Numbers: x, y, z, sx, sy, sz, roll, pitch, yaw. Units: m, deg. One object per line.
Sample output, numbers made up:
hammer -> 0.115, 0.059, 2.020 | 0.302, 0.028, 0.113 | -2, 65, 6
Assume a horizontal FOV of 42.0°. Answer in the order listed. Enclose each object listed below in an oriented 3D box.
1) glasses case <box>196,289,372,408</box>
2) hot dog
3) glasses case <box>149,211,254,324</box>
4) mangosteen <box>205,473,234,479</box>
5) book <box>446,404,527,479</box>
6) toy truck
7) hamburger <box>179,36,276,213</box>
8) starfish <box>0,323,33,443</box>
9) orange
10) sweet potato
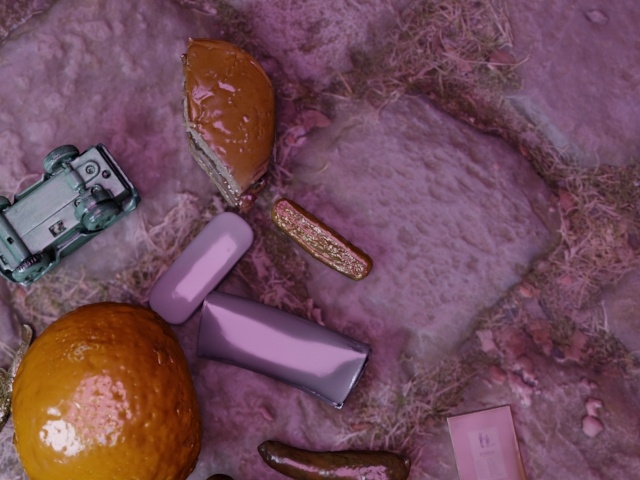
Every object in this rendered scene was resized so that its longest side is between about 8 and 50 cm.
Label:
glasses case -> -0.070, 0.192, 1.490 | 0.308, 0.083, 0.128 | 20, 90, 3
hot dog -> 0.000, 0.000, 1.527 | 0.216, 0.047, 0.066 | 34, 100, 4
glasses case -> -0.216, 0.050, 1.518 | 0.092, 0.059, 0.233 | 38, 86, 7
mangosteen -> -0.170, 0.509, 1.392 | 0.210, 0.210, 0.209 | 0, 84, 1
book -> 0.301, 0.390, 1.494 | 0.118, 0.012, 0.172 | -11, 84, 0
toy truck -> -0.466, -0.047, 1.485 | 0.279, 0.156, 0.155 | -37, 84, -3
hamburger -> -0.169, -0.222, 1.508 | 0.282, 0.155, 0.245 | 39, 79, 0
starfish -> -0.561, 0.262, 1.514 | 0.217, 0.050, 0.223 | 8, 79, 9
orange -> -0.351, 0.272, 1.358 | 0.293, 0.340, 0.340 | -16, 83, -13
sweet potato -> 0.022, 0.399, 1.472 | 0.274, 0.075, 0.075 | 5, 84, 5
